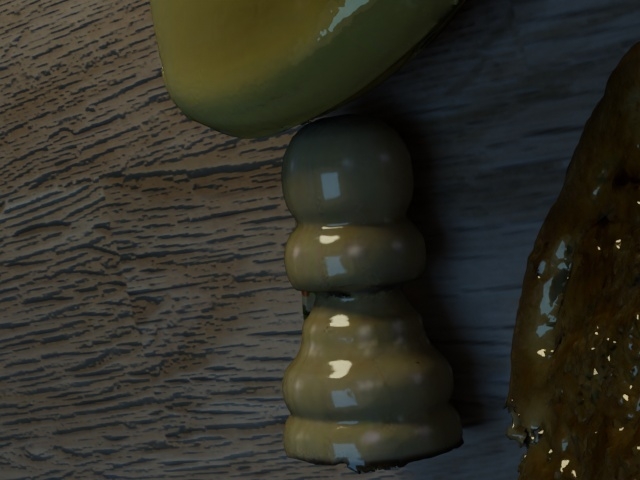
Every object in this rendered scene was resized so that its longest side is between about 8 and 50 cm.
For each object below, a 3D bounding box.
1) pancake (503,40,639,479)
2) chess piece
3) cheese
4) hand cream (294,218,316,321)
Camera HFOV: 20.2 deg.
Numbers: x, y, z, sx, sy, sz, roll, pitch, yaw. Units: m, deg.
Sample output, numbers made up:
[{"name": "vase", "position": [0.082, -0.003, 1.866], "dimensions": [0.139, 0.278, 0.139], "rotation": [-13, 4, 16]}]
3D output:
[{"name": "pancake", "position": [0.202, 0.059, 1.119], "dimensions": [0.382, 0.071, 0.382], "rotation": [-169, 90, -74]}, {"name": "chess piece", "position": [0.032, 0.034, 1.367], "dimensions": [0.142, 0.142, 0.261], "rotation": [1, 97, 43]}, {"name": "cheese", "position": [0.003, -0.219, 1.297], "dimensions": [0.315, 0.128, 0.260], "rotation": [-13, 87, 34]}, {"name": "hand cream", "position": [0.000, 0.000, 1.449], "dimensions": [0.057, 0.037, 0.165], "rotation": [14, 118, 40]}]
